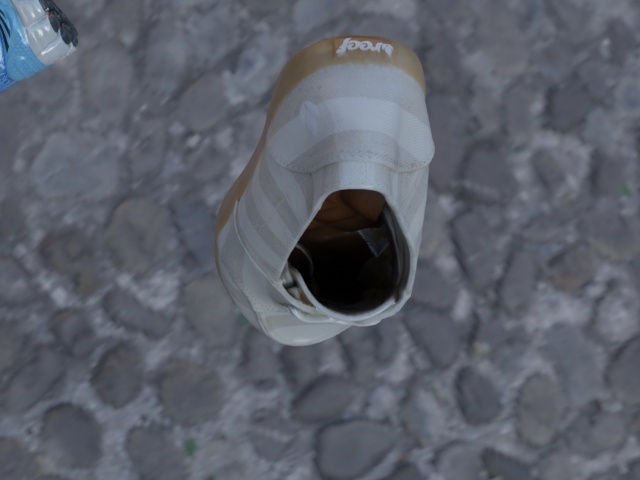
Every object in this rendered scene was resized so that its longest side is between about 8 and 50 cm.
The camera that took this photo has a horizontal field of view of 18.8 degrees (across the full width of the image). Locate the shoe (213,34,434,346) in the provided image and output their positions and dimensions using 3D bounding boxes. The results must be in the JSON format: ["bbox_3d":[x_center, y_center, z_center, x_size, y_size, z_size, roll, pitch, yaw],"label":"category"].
[{"bbox_3d":[0.000,0.000,0.760,0.076,0.219,0.058,-5,65,-9],"label":"shoe"}]

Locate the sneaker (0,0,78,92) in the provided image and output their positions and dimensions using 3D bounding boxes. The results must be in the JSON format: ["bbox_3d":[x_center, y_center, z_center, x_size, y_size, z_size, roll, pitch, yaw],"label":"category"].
[{"bbox_3d":[-0.163,-0.108,0.733,0.073,0.063,0.162,-41,57,-4],"label":"sneaker"}]
